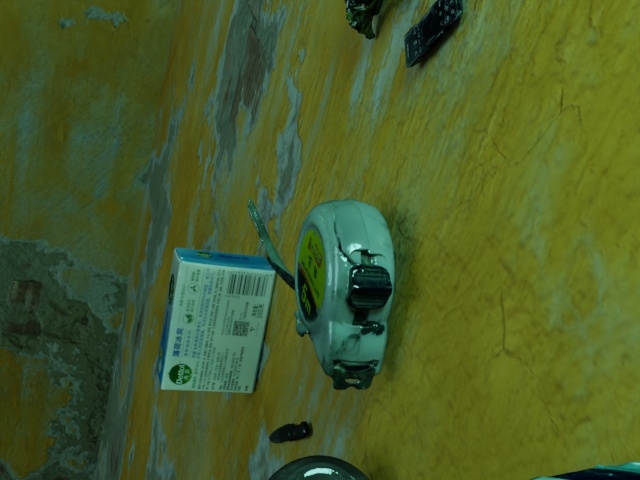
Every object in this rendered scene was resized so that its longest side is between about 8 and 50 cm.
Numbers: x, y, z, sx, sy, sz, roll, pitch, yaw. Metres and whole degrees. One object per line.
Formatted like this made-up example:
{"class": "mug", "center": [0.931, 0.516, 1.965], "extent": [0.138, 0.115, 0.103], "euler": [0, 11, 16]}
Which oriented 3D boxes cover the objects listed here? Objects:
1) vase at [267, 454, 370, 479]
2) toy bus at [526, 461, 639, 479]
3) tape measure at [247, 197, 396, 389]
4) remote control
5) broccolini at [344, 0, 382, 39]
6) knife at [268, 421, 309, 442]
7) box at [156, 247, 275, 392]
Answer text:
{"class": "vase", "center": [-0.003, 0.284, 0.804], "extent": [0.183, 0.120, 0.120], "euler": [94, 169, -47]}
{"class": "toy bus", "center": [0.139, 0.219, 0.335], "extent": [0.128, 0.147, 0.256], "euler": [166, 108, -68]}
{"class": "tape measure", "center": [0.001, 0.001, 0.896], "extent": [0.330, 0.084, 0.164], "euler": [-118, 41, -57]}
{"class": "remote control", "center": [0.103, -0.193, 0.772], "extent": [0.096, 0.014, 0.039], "euler": [138, 135, -61]}
{"class": "broccolini", "center": [0.075, -0.306, 0.816], "extent": [0.271, 0.062, 0.123], "euler": [137, 121, -71]}
{"class": "knife", "center": [-0.042, 0.242, 1.066], "extent": [0.170, 0.010, 0.023], "euler": [137, 135, -65]}
{"class": "box", "center": [-0.153, 0.118, 1.228], "extent": [0.073, 0.139, 0.194], "euler": [-134, 53, -66]}
